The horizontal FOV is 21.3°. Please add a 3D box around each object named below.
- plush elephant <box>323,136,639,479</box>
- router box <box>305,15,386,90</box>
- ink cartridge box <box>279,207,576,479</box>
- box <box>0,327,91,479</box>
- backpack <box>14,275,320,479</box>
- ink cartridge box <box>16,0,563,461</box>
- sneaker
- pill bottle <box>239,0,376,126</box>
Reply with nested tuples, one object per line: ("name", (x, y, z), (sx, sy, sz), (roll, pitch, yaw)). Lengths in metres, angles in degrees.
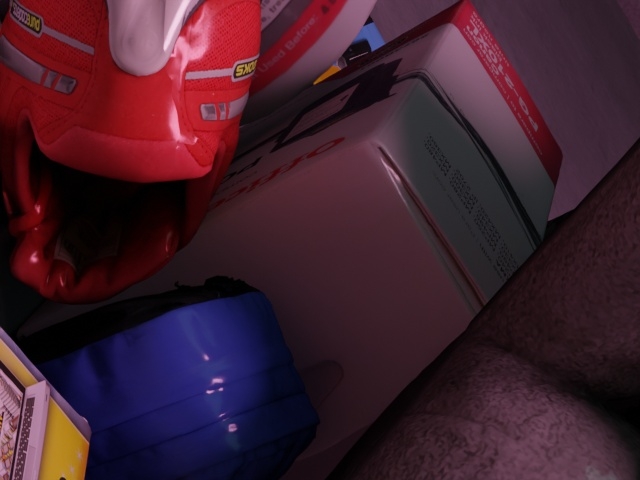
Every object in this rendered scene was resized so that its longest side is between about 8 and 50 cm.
("plush elephant", (0.101, 0.158, 0.518), (0.255, 0.330, 0.272), (41, 51, 2))
("router box", (0.014, -0.082, 1.048), (0.133, 0.046, 0.179), (60, 20, -7))
("ink cartridge box", (0.190, 0.116, 0.729), (0.285, 0.395, 0.166), (59, 24, -7))
("box", (-0.116, 0.090, 0.342), (0.233, 0.044, 0.159), (-88, 154, -44))
("backpack", (-0.060, 0.070, 0.578), (0.101, 0.120, 0.098), (63, 20, 3))
("ink cartridge box", (0.000, 0.000, 0.733), (0.100, 0.172, 0.237), (57, 21, -11))
("sneaker", (-0.084, -0.034, 0.595), (0.279, 0.107, 0.118), (134, -36, -74))
("pill bottle", (-0.117, -0.182, 0.675), (0.318, 0.176, 0.176), (35, 33, -51))
